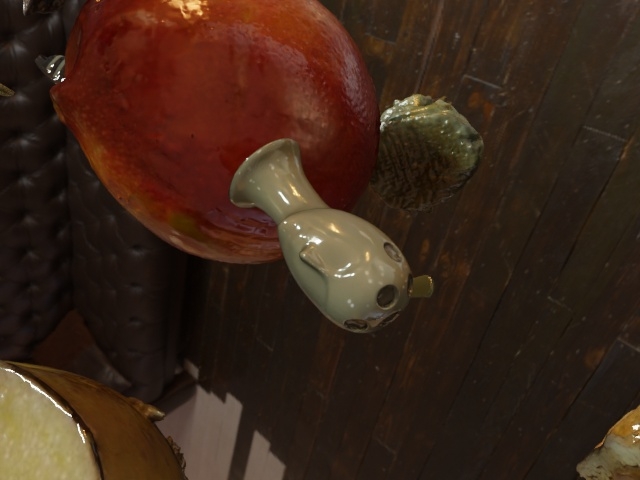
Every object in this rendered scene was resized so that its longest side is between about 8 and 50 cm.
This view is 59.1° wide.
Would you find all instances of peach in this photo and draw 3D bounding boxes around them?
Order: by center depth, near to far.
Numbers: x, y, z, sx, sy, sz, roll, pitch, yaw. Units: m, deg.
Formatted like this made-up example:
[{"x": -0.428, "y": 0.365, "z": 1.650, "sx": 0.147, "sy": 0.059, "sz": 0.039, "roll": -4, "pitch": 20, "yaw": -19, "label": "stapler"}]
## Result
[{"x": -0.111, "y": -0.151, "z": 0.657, "sx": 0.290, "sy": 0.372, "sz": 0.373, "roll": -151, "pitch": 50, "yaw": -65, "label": "peach"}]

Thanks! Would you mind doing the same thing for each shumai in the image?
[{"x": 0.160, "y": -0.140, "z": 0.901, "sx": 0.184, "sy": 0.142, "sz": 0.184, "roll": 6, "pitch": 109, "yaw": 18, "label": "shumai"}]

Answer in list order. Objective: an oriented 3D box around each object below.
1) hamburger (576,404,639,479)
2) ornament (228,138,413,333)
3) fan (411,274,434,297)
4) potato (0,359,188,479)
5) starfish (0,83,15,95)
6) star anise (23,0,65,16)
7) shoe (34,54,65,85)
[{"x": 0.340, "y": 0.164, "z": 0.457, "sx": 0.135, "sy": 0.207, "sz": 0.155, "roll": 51, "pitch": 157, "yaw": 27, "label": "hamburger"}, {"x": 0.000, "y": 0.000, "z": 0.412, "sx": 0.075, "sy": 0.081, "sz": 0.156, "roll": -49, "pitch": 65, "yaw": 20, "label": "ornament"}, {"x": 0.089, "y": 0.088, "z": 0.916, "sx": 0.193, "sy": 0.016, "sz": 0.038, "roll": -13, "pitch": 54, "yaw": 23, "label": "fan"}, {"x": -0.300, "y": 0.358, "z": 0.567, "sx": 0.385, "sy": 0.319, "sz": 0.442, "roll": -1, "pitch": 67, "yaw": 18, "label": "potato"}, {"x": -0.491, "y": -0.229, "z": 0.698, "sx": 0.217, "sy": 0.050, "sz": 0.223, "roll": 31, "pitch": 139, "yaw": -14, "label": "starfish"}, {"x": -0.359, "y": -0.401, "z": 0.736, "sx": 0.262, "sy": 0.081, "sz": 0.230, "roll": 12, "pitch": 94, "yaw": 35, "label": "star anise"}, {"x": -0.308, "y": -0.205, "z": 0.744, "sx": 0.049, "sy": 0.071, "sz": 0.179, "roll": -49, "pitch": 60, "yaw": 1, "label": "shoe"}]
